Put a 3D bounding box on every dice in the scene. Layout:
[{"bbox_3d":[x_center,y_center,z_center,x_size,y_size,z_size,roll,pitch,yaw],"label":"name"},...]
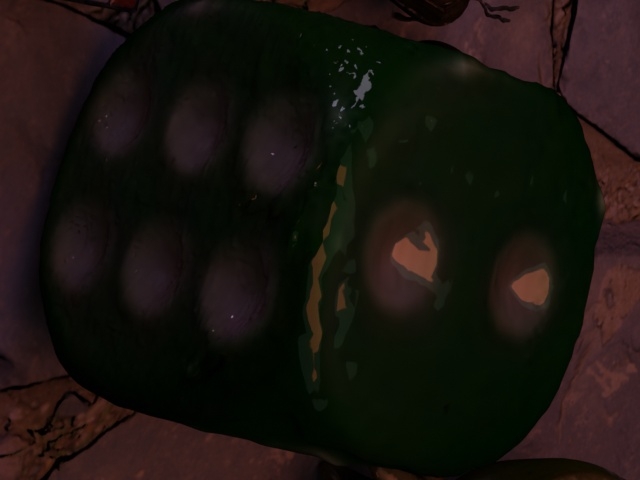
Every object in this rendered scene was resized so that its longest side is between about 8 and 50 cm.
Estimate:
[{"bbox_3d":[0.000,0.000,1.231,0.300,0.297,0.287,14,92,-43],"label":"dice"}]

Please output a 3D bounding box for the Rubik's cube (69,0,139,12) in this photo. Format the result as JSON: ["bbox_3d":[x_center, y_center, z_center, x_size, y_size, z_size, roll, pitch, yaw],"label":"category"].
[{"bbox_3d":[-0.173,-0.206,1.146,0.092,0.092,0.092,5,100,-43],"label":"Rubik's cube"}]

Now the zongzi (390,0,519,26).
[{"bbox_3d":[0.004,-0.224,1.310,0.241,0.111,0.248,-31,130,-10],"label":"zongzi"}]

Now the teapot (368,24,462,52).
[{"bbox_3d":[0.082,-0.132,1.421,0.121,0.068,0.076,40,97,-20],"label":"teapot"}]

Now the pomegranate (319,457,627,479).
[{"bbox_3d":[0.130,0.309,1.523,0.358,0.216,0.310,44,72,-10],"label":"pomegranate"}]
